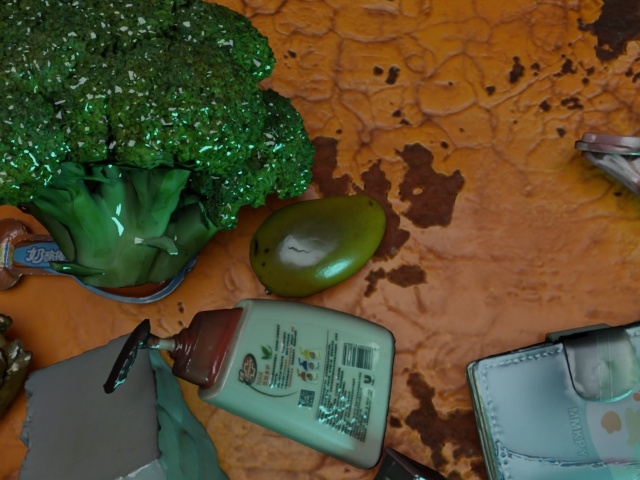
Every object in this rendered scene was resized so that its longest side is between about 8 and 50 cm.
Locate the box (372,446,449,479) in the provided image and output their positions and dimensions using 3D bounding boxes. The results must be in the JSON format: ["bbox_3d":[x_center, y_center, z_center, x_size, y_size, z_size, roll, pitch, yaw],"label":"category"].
[{"bbox_3d":[0.093,0.256,0.797,0.084,0.060,0.063,32,86,-31],"label":"box"}]

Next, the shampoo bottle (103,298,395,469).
[{"bbox_3d":[-0.061,0.127,0.782,0.284,0.071,0.153,16,76,-25],"label":"shampoo bottle"}]

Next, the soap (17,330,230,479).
[{"bbox_3d":[-0.173,0.273,0.838,0.159,0.258,0.302,-29,120,-4],"label":"soap"}]

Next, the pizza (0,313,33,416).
[{"bbox_3d":[-0.418,0.123,0.882,0.226,0.069,0.147,19,103,14],"label":"pizza"}]

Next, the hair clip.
[{"bbox_3d":[0.354,-0.098,0.855,0.138,0.123,0.102,38,102,8],"label":"hair clip"}]

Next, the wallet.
[{"bbox_3d":[0.283,0.173,0.811,0.250,0.075,0.176,-12,80,0],"label":"wallet"}]

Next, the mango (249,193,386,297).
[{"bbox_3d":[0.000,0.000,0.875,0.161,0.076,0.103,-26,70,-11],"label":"mango"}]

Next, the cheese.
[{"bbox_3d":[-0.263,0.018,0.906,0.256,0.037,0.106,1,75,3],"label":"cheese"}]

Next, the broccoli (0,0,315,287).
[{"bbox_3d":[-0.209,-0.116,0.788,0.321,0.413,0.310,52,127,22],"label":"broccoli"}]
